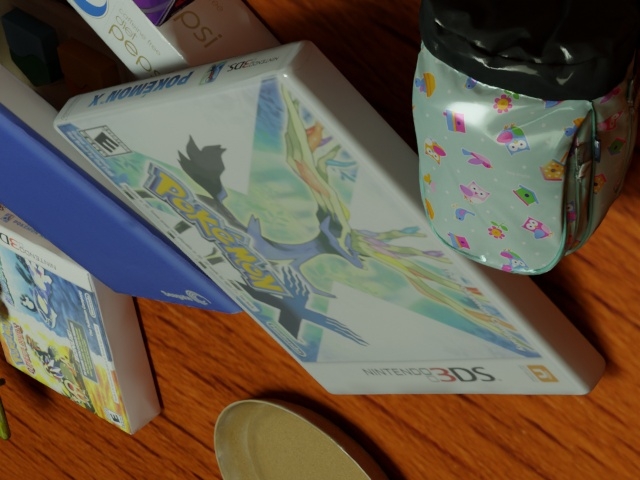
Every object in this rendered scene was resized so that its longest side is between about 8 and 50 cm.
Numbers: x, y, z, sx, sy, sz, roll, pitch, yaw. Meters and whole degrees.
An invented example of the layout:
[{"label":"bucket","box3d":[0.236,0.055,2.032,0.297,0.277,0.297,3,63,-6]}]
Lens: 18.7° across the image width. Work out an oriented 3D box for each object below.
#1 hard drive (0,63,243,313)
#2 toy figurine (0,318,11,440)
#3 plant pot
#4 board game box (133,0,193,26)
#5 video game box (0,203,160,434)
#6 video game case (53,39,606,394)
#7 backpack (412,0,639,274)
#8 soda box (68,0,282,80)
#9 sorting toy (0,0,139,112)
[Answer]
[{"label":"hard drive","box3d":[-0.217,-0.051,1.545,0.318,0.040,0.210,41,161,-32]},{"label":"toy figurine","box3d":[-0.443,0.073,1.874,0.191,0.217,0.362,47,154,40]},{"label":"plant pot","box3d":[0.003,0.228,1.693,0.236,0.032,0.236,32,142,29]},{"label":"board game box","box3d":[-0.129,-0.315,1.147,0.347,0.208,0.056,49,147,2]},{"label":"video game box","box3d":[-0.244,0.063,1.821,0.187,0.048,0.205,26,140,38]},{"label":"video game case","box3d":[0.000,0.000,1.377,0.329,0.036,0.300,46,152,-25]},{"label":"backpack","box3d":[0.122,-0.072,1.169,0.152,0.115,0.182,27,143,29]},{"label":"soda box","box3d":[-0.123,-0.176,1.403,0.216,0.074,0.069,47,148,6]},{"label":"sorting toy","box3d":[-0.199,-0.109,1.599,0.208,0.038,0.193,26,140,34]}]
